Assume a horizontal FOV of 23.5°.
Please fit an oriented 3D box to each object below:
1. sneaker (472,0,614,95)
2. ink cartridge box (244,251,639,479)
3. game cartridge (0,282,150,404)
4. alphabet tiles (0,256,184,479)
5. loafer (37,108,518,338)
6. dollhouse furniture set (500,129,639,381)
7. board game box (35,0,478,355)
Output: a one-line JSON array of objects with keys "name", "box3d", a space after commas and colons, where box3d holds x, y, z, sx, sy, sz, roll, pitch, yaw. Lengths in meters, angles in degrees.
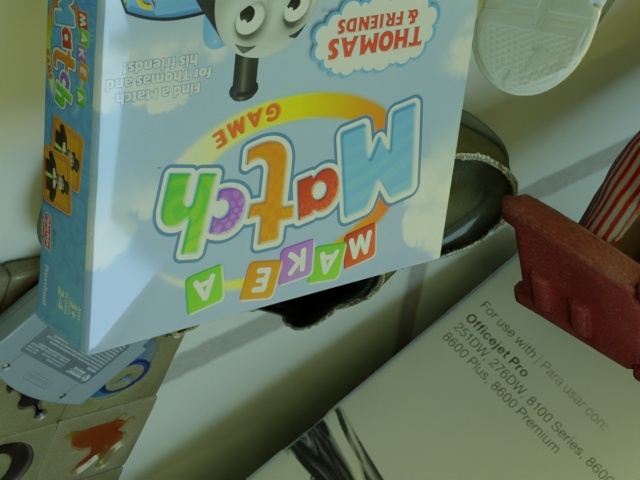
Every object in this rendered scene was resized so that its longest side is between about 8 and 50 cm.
[{"name": "sneaker", "box3d": [0.118, -0.132, 0.658, 0.158, 0.061, 0.065, -48, -178, 6]}, {"name": "ink cartridge box", "box3d": [0.037, 0.225, 0.908, 0.395, 0.166, 0.285, -39, 156, -11]}, {"name": "game cartridge", "box3d": [-0.110, 0.043, 0.655, 0.056, 0.017, 0.083, -42, 152, 0]}, {"name": "alphabet tiles", "box3d": [-0.210, 0.136, 0.704, 0.285, 0.011, 0.342, -13, 143, -39]}, {"name": "loafer", "box3d": [0.000, 0.000, 0.661, 0.251, 0.087, 0.094, -10, 141, -41]}, {"name": "dollhouse furniture set", "box3d": [0.189, -0.083, 0.625, 0.201, 0.152, 0.374, -49, 157, -15]}, {"name": "board game box", "box3d": [-0.014, -0.079, 0.508, 0.160, 0.039, 0.211, -14, 123, -37]}]
